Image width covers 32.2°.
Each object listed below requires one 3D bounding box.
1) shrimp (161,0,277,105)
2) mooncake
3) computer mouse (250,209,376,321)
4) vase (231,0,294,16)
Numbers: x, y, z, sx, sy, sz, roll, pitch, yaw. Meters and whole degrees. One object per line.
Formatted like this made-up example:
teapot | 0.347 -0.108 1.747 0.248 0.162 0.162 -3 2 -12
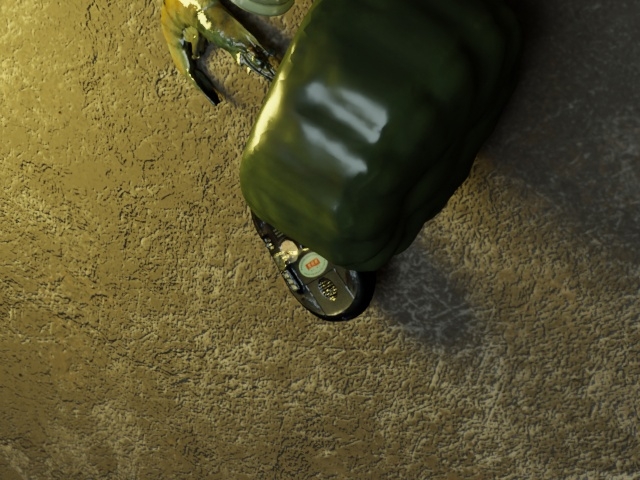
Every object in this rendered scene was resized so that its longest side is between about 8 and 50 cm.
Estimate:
shrimp | -0.145 -0.259 1.536 0.217 0.051 0.150 40 134 21
mooncake | 0.076 -0.138 1.240 0.194 0.356 0.356 31 128 15
computer mouse | 0.000 0.000 1.543 0.137 0.096 0.233 -28 93 37
vase | -0.011 -0.406 1.285 0.173 0.173 0.321 47 136 4
